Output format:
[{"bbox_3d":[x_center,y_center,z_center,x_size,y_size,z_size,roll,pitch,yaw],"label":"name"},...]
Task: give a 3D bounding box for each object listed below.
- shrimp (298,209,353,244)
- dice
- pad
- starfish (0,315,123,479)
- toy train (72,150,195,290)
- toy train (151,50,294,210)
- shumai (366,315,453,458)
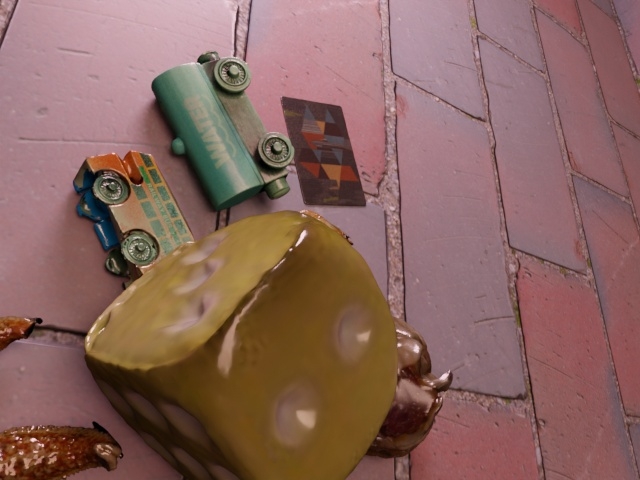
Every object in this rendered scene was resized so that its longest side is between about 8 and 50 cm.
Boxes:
[{"bbox_3d":[0.000,0.000,0.830,0.114,0.023,0.083,27,59,-17],"label":"shrimp"},{"bbox_3d":[-0.075,0.121,0.544,0.233,0.238,0.227,-45,119,-37],"label":"dice"},{"bbox_3d":[0.007,-0.160,0.921,0.143,0.003,0.211,-2,71,-36],"label":"pad"},{"bbox_3d":[-0.329,0.222,0.436,0.303,0.113,0.312,-7,71,-37],"label":"starfish"},{"bbox_3d":[-0.230,-0.021,0.643,0.099,0.072,0.188,-24,85,-48],"label":"toy train"},{"bbox_3d":[-0.146,-0.161,0.761,0.159,0.101,0.248,-26,85,-25],"label":"toy train"},{"bbox_3d":[0.111,0.181,0.719,0.184,0.185,0.218,26,56,-24],"label":"shumai"}]
